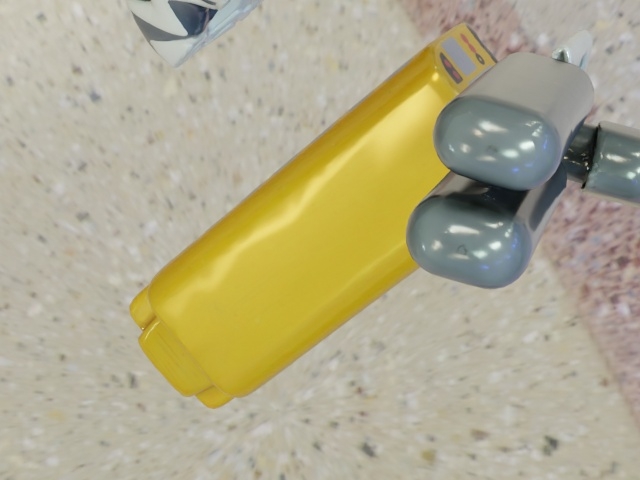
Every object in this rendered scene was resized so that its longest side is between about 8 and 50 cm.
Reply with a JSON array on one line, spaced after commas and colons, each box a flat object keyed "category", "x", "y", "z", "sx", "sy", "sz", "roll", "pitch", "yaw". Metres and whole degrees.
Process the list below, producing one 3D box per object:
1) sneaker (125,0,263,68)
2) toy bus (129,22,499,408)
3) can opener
[{"category": "sneaker", "x": -0.069, "y": -0.198, "z": 0.796, "sx": 0.094, "sy": 0.235, "sz": 0.153, "roll": -42, "pitch": 93, "yaw": -24}, {"category": "toy bus", "x": 0.000, "y": 0.000, "z": 1.040, "sx": 0.333, "sy": 0.130, "sz": 0.108, "roll": -38, "pitch": 92, "yaw": 28}, {"category": "can opener", "x": 0.101, "y": -0.041, "z": 0.651, "sx": 0.093, "sy": 0.280, "sz": 0.074, "roll": 17, "pitch": 105, "yaw": 15}]
